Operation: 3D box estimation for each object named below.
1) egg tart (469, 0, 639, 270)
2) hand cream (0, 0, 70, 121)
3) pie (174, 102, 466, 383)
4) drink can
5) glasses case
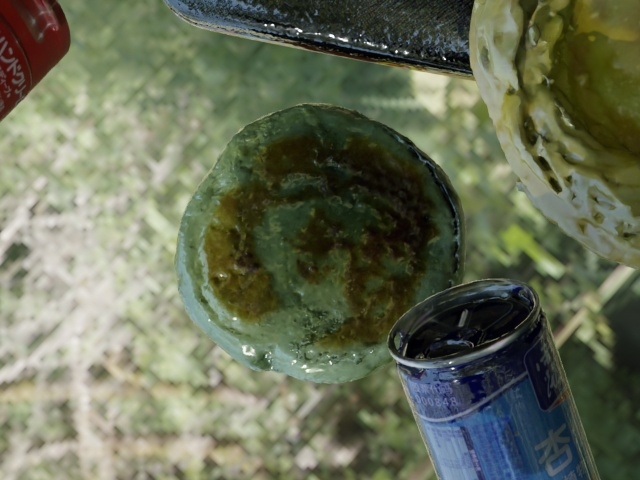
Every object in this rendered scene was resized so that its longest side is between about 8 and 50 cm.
[{"bbox_3d":[0.223,-0.100,1.093,0.288,0.288,0.118,40,174,13],"label":"egg tart"},{"bbox_3d":[-0.324,-0.187,1.638,0.193,0.125,0.193,33,157,16],"label":"hand cream"},{"bbox_3d":[0.000,0.000,1.528,0.240,0.240,0.054,41,171,8],"label":"pie"},{"bbox_3d":[0.119,0.146,1.129,0.097,0.097,0.235,21,137,60],"label":"drink can"},{"bbox_3d":[0.039,-0.189,1.347,0.321,0.122,0.082,11,180,5],"label":"glasses case"}]
